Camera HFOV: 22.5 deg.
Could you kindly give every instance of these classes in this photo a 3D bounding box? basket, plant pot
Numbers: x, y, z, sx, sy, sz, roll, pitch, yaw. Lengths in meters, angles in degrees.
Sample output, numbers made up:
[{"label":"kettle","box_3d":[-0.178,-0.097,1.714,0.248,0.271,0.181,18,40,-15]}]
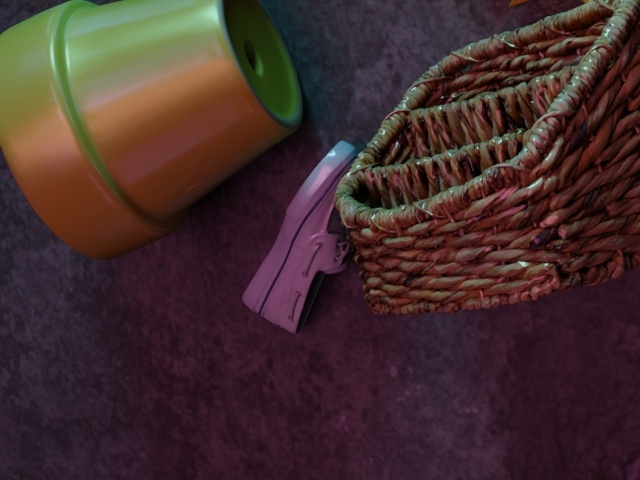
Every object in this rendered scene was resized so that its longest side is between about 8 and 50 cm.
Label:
[{"label":"basket","box_3d":[0.137,-0.064,1.367,0.299,0.213,0.223,-8,98,59]},{"label":"plant pot","box_3d":[-0.159,-0.138,1.584,0.239,0.254,0.254,-22,89,20]}]

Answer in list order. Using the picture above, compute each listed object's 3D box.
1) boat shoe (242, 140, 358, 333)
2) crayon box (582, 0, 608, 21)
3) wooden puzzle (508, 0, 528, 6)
[{"label":"boat shoe","box_3d":[0.000,0.000,1.611,0.076,0.083,0.226,36,130,8]},{"label":"crayon box","box_3d":[0.226,-0.351,1.371,0.318,0.081,0.202,51,123,13]},{"label":"wooden puzzle","box_3d":[0.166,-0.266,1.472,0.078,0.014,0.116,-26,87,30]}]
